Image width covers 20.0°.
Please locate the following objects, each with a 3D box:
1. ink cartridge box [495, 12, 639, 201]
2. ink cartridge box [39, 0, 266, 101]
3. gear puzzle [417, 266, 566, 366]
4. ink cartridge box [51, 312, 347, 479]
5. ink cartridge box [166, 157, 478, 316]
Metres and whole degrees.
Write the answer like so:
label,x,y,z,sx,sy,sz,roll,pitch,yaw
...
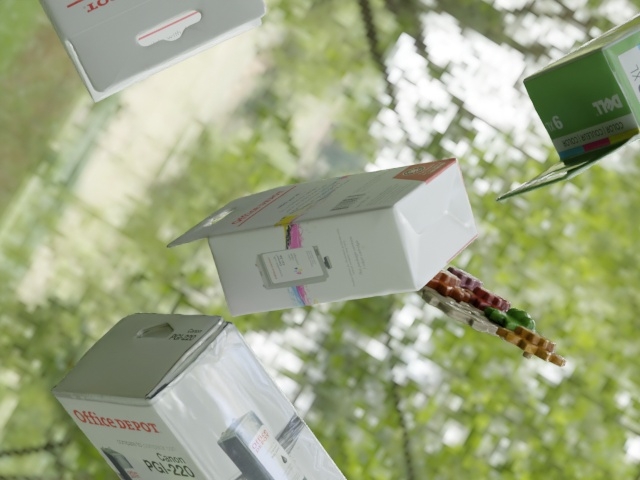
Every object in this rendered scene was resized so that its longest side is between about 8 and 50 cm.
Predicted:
label,x,y,z,sx,sy,sz,roll,pitch,yaw
ink cartridge box,0.198,-0.103,1.121,0.209,0.062,0.109,-30,-175,-20
ink cartridge box,-0.201,-0.290,1.917,0.207,0.353,0.119,-25,149,-6
gear puzzle,0.189,0.073,2.161,0.044,0.175,0.339,-63,-153,7
ink cartridge box,-0.075,0.163,1.326,0.092,0.218,0.158,-44,-158,-27
ink cartridge box,0.000,0.000,1.323,0.198,0.067,0.115,-8,-164,31
